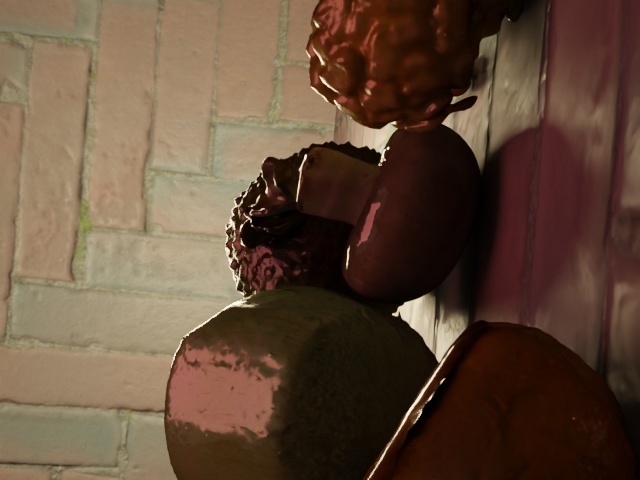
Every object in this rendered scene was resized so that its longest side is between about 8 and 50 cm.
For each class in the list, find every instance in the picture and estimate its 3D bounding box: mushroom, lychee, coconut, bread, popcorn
[{"bbox_3d":[0.066,-0.041,1.000,0.204,0.204,0.204,-175,90,-85],"label":"mushroom"},{"bbox_3d":[0.007,0.004,1.210,0.270,0.320,0.270,-29,53,48],"label":"lychee"},{"bbox_3d":[-0.016,0.189,0.993,0.328,0.328,0.281,116,167,-75],"label":"coconut"},{"bbox_3d":[0.068,0.236,0.634,0.337,0.148,0.328,-52,-11,-23],"label":"bread"},{"bbox_3d":[0.091,-0.225,0.921,0.250,0.190,0.250,-158,90,-86],"label":"popcorn"}]

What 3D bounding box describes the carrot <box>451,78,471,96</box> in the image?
[{"bbox_3d":[0.152,-0.204,1.143,0.190,0.037,0.037,-95,11,-74],"label":"carrot"}]
